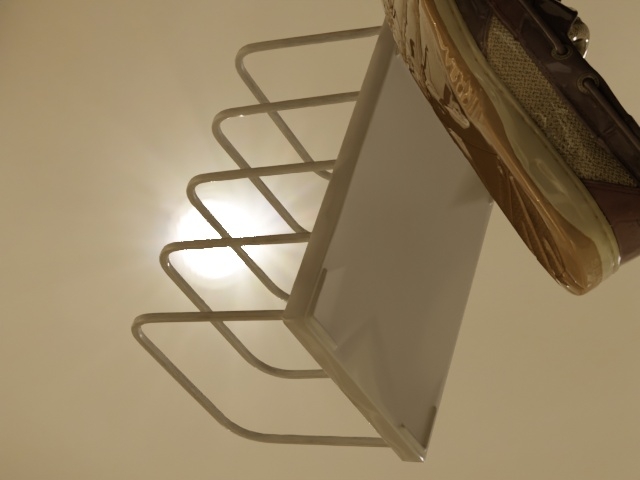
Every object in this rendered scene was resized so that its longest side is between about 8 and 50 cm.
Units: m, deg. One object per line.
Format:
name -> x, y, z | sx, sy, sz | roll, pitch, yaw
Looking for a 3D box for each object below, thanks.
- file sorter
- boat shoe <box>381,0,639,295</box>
file sorter -> 0.000, 0.000, 1.161 | 0.173, 0.193, 0.277 | -4, -128, 32
boat shoe -> 0.115, -0.100, 0.889 | 0.092, 0.103, 0.285 | -23, -120, -8
